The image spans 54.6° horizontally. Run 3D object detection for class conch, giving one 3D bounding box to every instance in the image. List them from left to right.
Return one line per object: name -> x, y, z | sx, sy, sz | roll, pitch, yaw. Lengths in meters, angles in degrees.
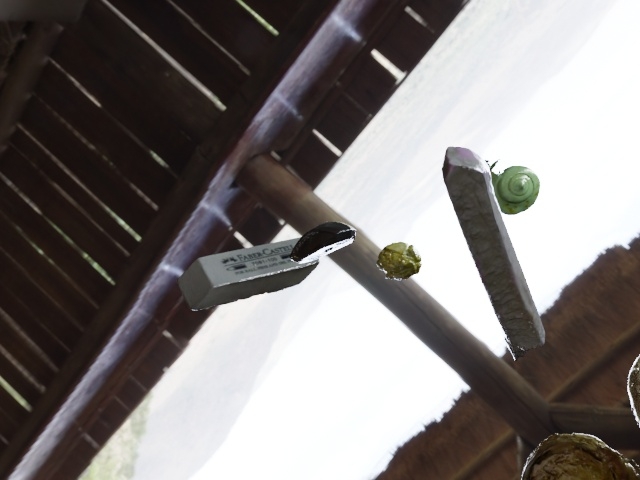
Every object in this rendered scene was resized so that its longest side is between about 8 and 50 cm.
conch -> 0.494, -0.155, 1.697 | 0.250, 0.144, 0.137 | -121, -134, -68

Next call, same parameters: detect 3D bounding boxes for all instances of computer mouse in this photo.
computer mouse -> 0.000, 0.000, 1.265 | 0.172, 0.057, 0.099 | -29, 169, 41

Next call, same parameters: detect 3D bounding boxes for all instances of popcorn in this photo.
popcorn -> 0.217, 0.060, 1.665 | 0.116, 0.121, 0.106 | -49, -154, 4

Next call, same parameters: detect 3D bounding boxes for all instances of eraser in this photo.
eraser -> -0.177, 0.079, 1.570 | 0.353, 0.111, 0.077 | -12, 139, -29

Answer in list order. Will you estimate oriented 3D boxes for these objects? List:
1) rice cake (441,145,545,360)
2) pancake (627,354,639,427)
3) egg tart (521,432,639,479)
rice cake -> 0.257, 0.029, 0.902 | 0.064, 0.399, 0.070 | -18, -143, 17
pancake -> 0.702, 0.350, 1.101 | 0.382, 0.382, 0.071 | -43, 173, -47
egg tart -> 0.559, 0.536, 1.289 | 0.107, 0.290, 0.290 | 17, 125, -35
